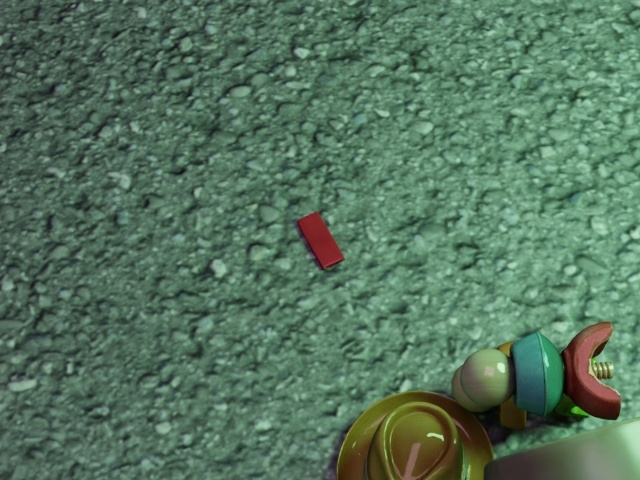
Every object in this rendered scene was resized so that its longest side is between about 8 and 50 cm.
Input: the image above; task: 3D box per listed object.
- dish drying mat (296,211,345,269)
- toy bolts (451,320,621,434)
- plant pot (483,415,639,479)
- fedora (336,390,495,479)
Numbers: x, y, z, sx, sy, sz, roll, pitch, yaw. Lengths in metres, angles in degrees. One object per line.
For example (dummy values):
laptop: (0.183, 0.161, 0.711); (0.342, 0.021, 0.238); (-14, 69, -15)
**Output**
dish drying mat: (0.000, 0.000, 1.618); (0.032, 0.008, 0.083); (-24, 59, -10)
toy bolts: (0.226, 0.189, 1.349); (0.159, 0.228, 0.218); (-3, 64, 3)
plant pot: (0.283, 0.315, 1.154); (0.323, 0.323, 0.280); (-14, 76, -4)
fedora: (0.106, 0.245, 1.403); (0.194, 0.079, 0.194); (-2, 57, 4)
